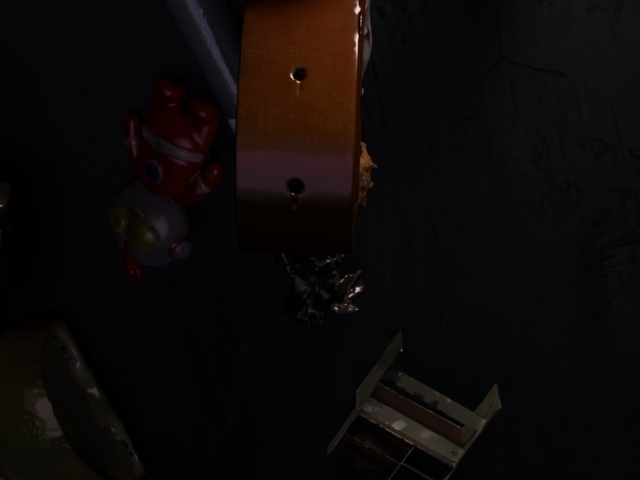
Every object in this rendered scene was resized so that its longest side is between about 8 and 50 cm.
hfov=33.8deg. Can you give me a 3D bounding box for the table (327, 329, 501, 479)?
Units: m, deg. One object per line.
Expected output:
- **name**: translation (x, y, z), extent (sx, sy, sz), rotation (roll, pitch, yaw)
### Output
- **table**: translation (0.114, 0.223, 1.304), extent (0.146, 0.062, 0.175), rotation (30, 110, -9)

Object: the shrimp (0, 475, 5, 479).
- **shrimp**: translation (-0.461, 0.343, 1.397), extent (0.294, 0.062, 0.154), rotation (35, 98, -14)

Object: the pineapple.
- **pineapple**: translation (0.000, 0.000, 1.200), extent (0.119, 0.111, 0.237), rotation (24, 125, 25)

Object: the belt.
- **belt**: translation (-0.011, -0.146, 1.026), extent (0.122, 0.339, 0.217), rotation (1, 152, 2)

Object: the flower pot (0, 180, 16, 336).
- **flower pot**: translation (-0.475, 0.015, 1.157), extent (0.259, 0.290, 0.290), rotation (7, 114, -10)

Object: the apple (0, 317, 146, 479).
- **apple**: translation (-0.360, 0.238, 1.311), extent (0.193, 0.120, 0.265), rotation (-19, 108, 15)

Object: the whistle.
- **whistle**: translation (-0.123, -0.235, 1.126), extent (0.062, 0.062, 0.312), rotation (-22, 110, 12)

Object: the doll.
- **doll**: translation (-0.183, -0.058, 1.193), extent (0.142, 0.076, 0.245), rotation (34, 115, 24)
